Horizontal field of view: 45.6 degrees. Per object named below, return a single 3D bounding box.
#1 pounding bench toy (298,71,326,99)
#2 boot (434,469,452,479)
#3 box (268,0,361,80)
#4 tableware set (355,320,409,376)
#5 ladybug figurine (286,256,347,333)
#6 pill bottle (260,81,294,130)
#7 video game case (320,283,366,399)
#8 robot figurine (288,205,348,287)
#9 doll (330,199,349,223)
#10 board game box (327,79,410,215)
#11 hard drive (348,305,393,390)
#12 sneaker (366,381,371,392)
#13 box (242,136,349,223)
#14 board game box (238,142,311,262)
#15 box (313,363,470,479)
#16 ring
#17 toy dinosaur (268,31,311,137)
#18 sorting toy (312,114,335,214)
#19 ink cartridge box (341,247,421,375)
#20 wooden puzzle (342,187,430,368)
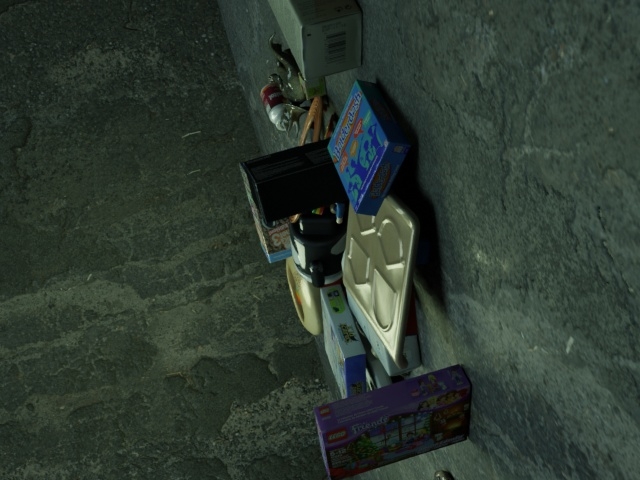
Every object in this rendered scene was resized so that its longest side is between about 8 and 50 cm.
[{"bbox_3d":[-0.023,-0.406,1.888,0.065,0.052,0.083,-116,13,-51],"label":"pounding bench toy"},{"bbox_3d":[0.299,0.603,1.806,0.087,0.042,0.118,173,80,-79],"label":"boot"},{"bbox_3d":[-0.027,-0.482,1.514,0.148,0.121,0.311,86,165,-57],"label":"box"},{"bbox_3d":[0.157,0.272,1.923,0.141,0.020,0.169,34,-163,-37],"label":"tableware set"},{"bbox_3d":[-0.008,0.148,2.508,0.449,0.162,0.305,103,150,-75],"label":"ladybug figurine"},{"bbox_3d":[-0.133,-0.432,2.454,0.086,0.086,0.152,87,164,-58],"label":"pill bottle"},{"bbox_3d":[0.064,0.296,2.042,0.269,0.061,0.244,85,170,-45],"label":"video game case"},{"bbox_3d":[-0.002,0.001,2.128,0.173,0.209,0.278,34,151,27],"label":"robot figurine"},{"bbox_3d":[0.052,-0.106,1.907,0.189,0.046,0.129,108,172,-83],"label":"doll"},{"bbox_3d":[0.083,-0.173,1.398,0.210,0.047,0.160,-110,35,-47],"label":"board game box"},{"bbox_3d":[0.159,0.375,2.117,0.233,0.047,0.353,-118,7,-54],"label":"hard drive"},{"bbox_3d":[0.103,0.523,2.249,0.350,0.148,0.131,75,171,-60],"label":"sneaker"},{"bbox_3d":[-0.024,-0.143,1.685,0.184,0.261,0.103,-122,17,-64],"label":"box"},{"bbox_3d":[-0.090,-0.115,2.290,0.141,0.232,0.291,-127,21,-67],"label":"board game box"},{"bbox_3d":[0.141,0.356,1.468,0.201,0.293,0.057,81,171,-45],"label":"box"},{"bbox_3d":[-0.030,-0.208,1.963,0.336,0.032,0.337,-169,90,-81],"label":"ring"},{"bbox_3d":[-0.071,-0.439,2.042,0.160,0.121,0.313,56,160,26],"label":"toy dinosaur"},{"bbox_3d":[0.020,-0.178,1.893,0.132,0.046,0.275,117,164,-71],"label":"sorting toy"},{"bbox_3d":[0.119,0.075,1.771,0.308,0.091,0.385,-119,13,-58],"label":"ink cartridge box"},{"bbox_3d":[0.131,0.029,1.516,0.322,0.080,0.348,-123,28,-58],"label":"wooden puzzle"}]
